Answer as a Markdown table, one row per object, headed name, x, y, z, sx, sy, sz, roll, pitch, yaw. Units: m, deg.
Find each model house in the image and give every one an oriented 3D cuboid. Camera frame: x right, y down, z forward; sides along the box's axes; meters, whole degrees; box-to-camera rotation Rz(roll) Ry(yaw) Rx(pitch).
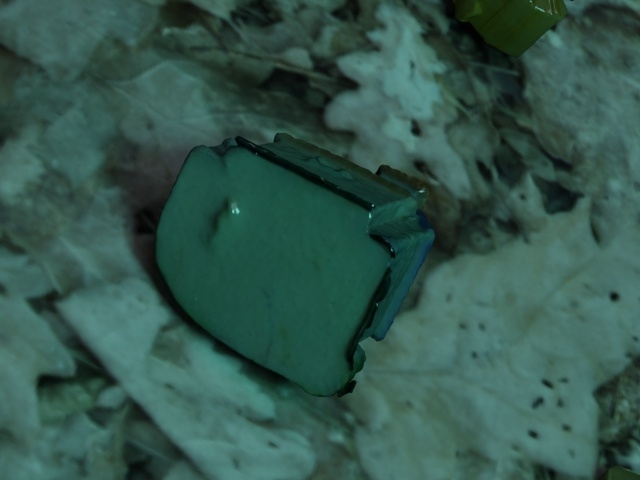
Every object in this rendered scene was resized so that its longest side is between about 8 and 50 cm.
| name | x | y | z | sx | sy | sz | roll | pitch | yaw |
| --- | --- | --- | --- | --- | --- | --- | --- | --- | --- |
| model house | 0.000 | 0.000 | 1.146 | 0.148 | 0.119 | 0.148 | 28 | 21 | 19 |

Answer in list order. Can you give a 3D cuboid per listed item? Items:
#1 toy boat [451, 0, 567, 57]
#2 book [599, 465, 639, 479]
| name | x | y | z | sx | sy | sz | roll | pitch | yaw |
| --- | --- | --- | --- | --- | --- | --- | --- | --- | --- |
| toy boat | 0.142 | -0.270 | 1.400 | 0.115 | 0.089 | 0.310 | 11 | 55 | -27 |
| book | 0.248 | 0.299 | 1.129 | 0.217 | 0.021 | 0.310 | 22 | 52 | -16 |
